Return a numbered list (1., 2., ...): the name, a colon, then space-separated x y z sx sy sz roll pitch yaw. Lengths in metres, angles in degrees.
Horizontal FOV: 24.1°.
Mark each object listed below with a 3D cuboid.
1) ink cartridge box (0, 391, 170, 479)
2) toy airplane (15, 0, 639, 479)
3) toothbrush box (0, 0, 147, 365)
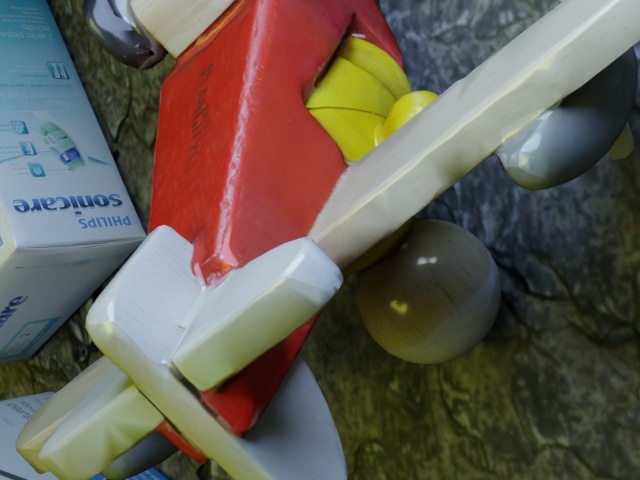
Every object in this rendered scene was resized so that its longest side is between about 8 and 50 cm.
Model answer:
1. ink cartridge box: -0.277 0.232 1.110 0.223 0.307 0.129 29 115 41
2. toy airplane: 0.000 0.000 0.819 0.386 0.272 0.384 15 74 59
3. toothbrush box: -0.292 -0.068 1.225 0.216 0.126 0.295 -43 63 40
